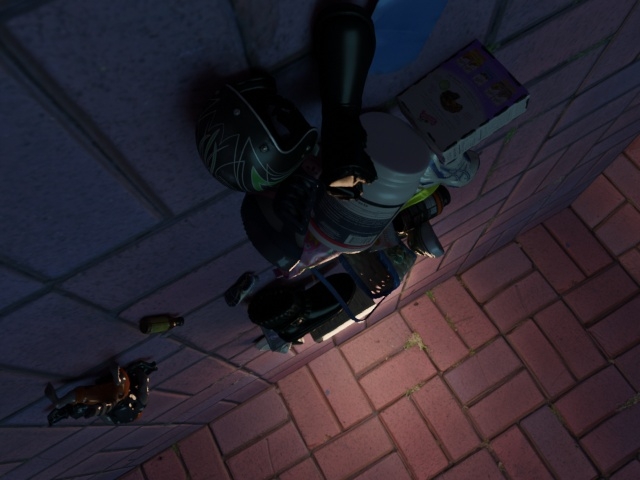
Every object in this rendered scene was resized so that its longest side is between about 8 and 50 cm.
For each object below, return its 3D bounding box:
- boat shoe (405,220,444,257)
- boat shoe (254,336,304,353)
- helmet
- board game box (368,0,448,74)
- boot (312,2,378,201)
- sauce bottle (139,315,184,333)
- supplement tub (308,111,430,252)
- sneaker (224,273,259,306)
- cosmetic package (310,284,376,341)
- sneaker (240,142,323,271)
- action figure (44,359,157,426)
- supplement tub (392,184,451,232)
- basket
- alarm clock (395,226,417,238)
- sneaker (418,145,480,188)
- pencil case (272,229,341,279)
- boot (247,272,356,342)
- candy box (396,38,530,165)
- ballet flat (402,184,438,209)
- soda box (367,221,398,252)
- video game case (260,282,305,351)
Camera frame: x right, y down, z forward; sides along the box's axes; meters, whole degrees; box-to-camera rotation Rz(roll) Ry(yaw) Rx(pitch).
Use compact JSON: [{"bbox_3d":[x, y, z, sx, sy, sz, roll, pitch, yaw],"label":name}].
[{"bbox_3d":[0.320,0.006,1.486,0.094,0.109,0.302,-28,-179,12],"label":"boat shoe"},{"bbox_3d":[-0.167,0.448,2.090,0.277,0.096,0.098,-5,148,-51],"label":"boat shoe"},{"bbox_3d":[-0.103,-0.151,0.701,0.161,0.169,0.169,-32,164,-37],"label":"helmet"},{"bbox_3d":[0.119,-0.344,0.761,0.133,0.033,0.169,-11,151,-28],"label":"board game box"},{"bbox_3d":[0.042,-0.193,0.726,0.094,0.207,0.246,-4,159,-1],"label":"boot"},{"bbox_3d":[-0.421,0.224,1.275,0.042,0.042,0.128,-41,157,22],"label":"sauce bottle"},{"bbox_3d":[0.091,-0.115,1.015,0.191,0.191,0.272,-18,155,-34],"label":"supplement tub"},{"bbox_3d":[-0.222,0.146,1.375,0.135,0.052,0.058,-42,162,28],"label":"sneaker"},{"bbox_3d":[0.072,0.290,1.996,0.296,0.153,0.129,-30,162,0],"label":"cosmetic package"},{"bbox_3d":[-0.052,-0.083,0.793,0.131,0.319,0.112,-40,121,20],"label":"sneaker"},{"bbox_3d":[-0.638,0.480,1.376,0.341,0.178,0.330,-31,151,-9],"label":"action figure"},{"bbox_3d":[0.307,-0.105,1.481,0.198,0.106,0.106,-25,159,-19],"label":"supplement tub"},{"bbox_3d":[0.125,0.070,1.433,0.289,0.255,0.201,-38,176,-27],"label":"basket"},{"bbox_3d":[0.283,-0.052,1.628,0.192,0.064,0.129,-32,160,-8],"label":"alarm clock"},{"bbox_3d":[0.358,-0.217,1.288,0.296,0.112,0.131,-17,155,-38],"label":"sneaker"},{"bbox_3d":[0.000,0.000,1.249,0.284,0.124,0.124,-25,159,-19],"label":"pencil case"},{"bbox_3d":[-0.051,0.195,1.589,0.348,0.131,0.260,-40,144,-4],"label":"boot"},{"bbox_3d":[0.282,-0.276,0.959,0.196,0.165,0.070,-34,159,7],"label":"candy box"},{"bbox_3d":[0.243,-0.135,1.375,0.231,0.077,0.077,-33,144,7],"label":"ballet flat"},{"bbox_3d":[0.134,-0.065,1.200,0.063,0.183,0.058,-21,170,40],"label":"soda box"},{"bbox_3d":[-0.125,0.287,1.747,0.196,0.026,0.274,-31,144,-16],"label":"video game case"}]
